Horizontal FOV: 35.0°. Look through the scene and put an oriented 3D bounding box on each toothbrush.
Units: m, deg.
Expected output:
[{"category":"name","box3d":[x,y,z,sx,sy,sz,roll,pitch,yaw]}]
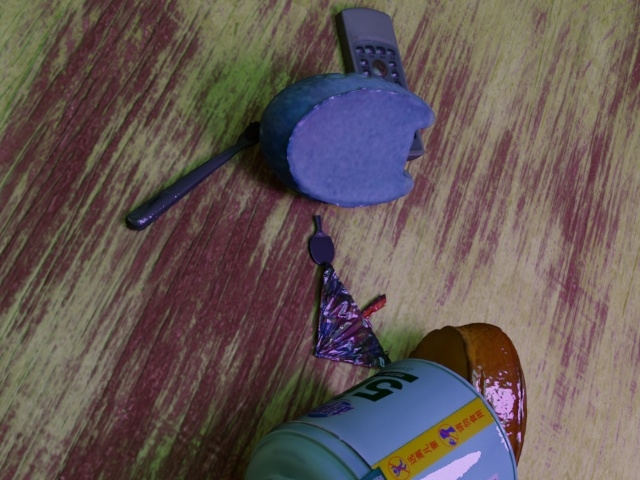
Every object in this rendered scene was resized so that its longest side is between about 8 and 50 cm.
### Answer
[{"category":"toothbrush","box3d":[-0.182,-0.100,1.517,0.030,0.030,0.297,39,52,11]}]

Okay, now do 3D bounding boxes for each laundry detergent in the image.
[{"category":"laundry detergent","box3d":[0.067,0.348,1.390,0.305,0.287,0.287,-22,89,-41]}]

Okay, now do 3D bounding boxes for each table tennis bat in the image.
[{"category":"table tennis bat","box3d":[0.000,0.000,1.639,0.050,0.007,0.083,0,77,-38]}]

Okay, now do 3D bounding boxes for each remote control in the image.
[{"category":"remote control","box3d":[0.105,-0.279,1.797,0.123,0.038,0.285,-1,75,-38]}]

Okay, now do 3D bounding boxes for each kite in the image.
[{"category":"kite","box3d":[0.054,0.141,1.631,0.189,0.009,0.232,-37,101,-39]}]

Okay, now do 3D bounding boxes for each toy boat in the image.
[{"category":"toy boat","box3d":[0.034,-0.170,1.637,0.330,0.123,0.215,-2,119,-40]}]

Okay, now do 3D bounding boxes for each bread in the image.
[{"category":"bread","box3d":[0.236,0.264,1.616,0.142,0.195,0.270,11,72,-28]}]
